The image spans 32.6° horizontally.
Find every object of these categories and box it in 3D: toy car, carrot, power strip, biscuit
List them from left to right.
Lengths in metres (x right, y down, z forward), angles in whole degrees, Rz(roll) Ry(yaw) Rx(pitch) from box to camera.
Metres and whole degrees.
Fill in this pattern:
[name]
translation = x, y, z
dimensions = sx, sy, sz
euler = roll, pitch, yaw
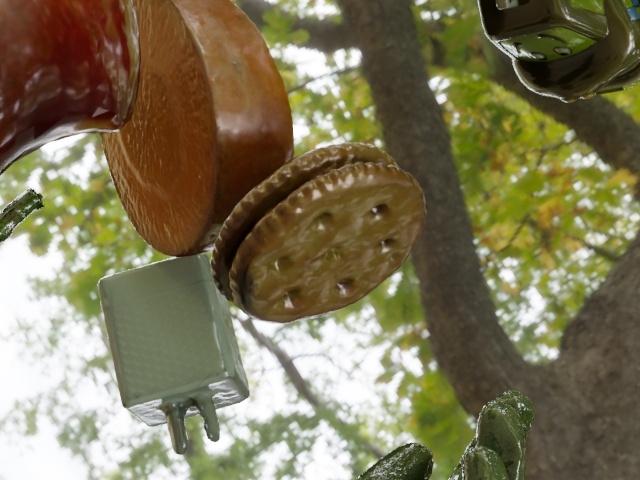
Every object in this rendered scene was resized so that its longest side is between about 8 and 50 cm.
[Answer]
[power strip]
translation = -0.168, 0.147, 1.315
dimensions = 0.140, 0.139, 0.224
euler = 80, -6, -70
[carrot]
translation = -0.148, -0.139, 1.192
dimensions = 0.258, 0.100, 0.307
euler = -15, -90, 48
[biscuit]
translation = 0.000, 0.000, 1.063
dimensions = 0.066, 0.220, 0.220
euler = 55, -21, 33
[toy car]
translation = 0.241, -0.262, 1.120
dimensions = 0.204, 0.198, 0.247
euler = -4, -77, 49

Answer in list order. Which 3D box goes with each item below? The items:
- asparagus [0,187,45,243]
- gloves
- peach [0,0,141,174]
[asparagus]
translation = -0.349, 0.009, 1.129
dimensions = 0.036, 0.165, 0.030
euler = 26, -26, 27
[gloves]
translation = 0.054, 0.203, 0.668
dimensions = 0.135, 0.268, 0.107
euler = 20, -32, 40
[peach]
translation = -0.208, -0.086, 0.407
dimensions = 0.275, 0.248, 0.245
euler = 4, -32, 32
